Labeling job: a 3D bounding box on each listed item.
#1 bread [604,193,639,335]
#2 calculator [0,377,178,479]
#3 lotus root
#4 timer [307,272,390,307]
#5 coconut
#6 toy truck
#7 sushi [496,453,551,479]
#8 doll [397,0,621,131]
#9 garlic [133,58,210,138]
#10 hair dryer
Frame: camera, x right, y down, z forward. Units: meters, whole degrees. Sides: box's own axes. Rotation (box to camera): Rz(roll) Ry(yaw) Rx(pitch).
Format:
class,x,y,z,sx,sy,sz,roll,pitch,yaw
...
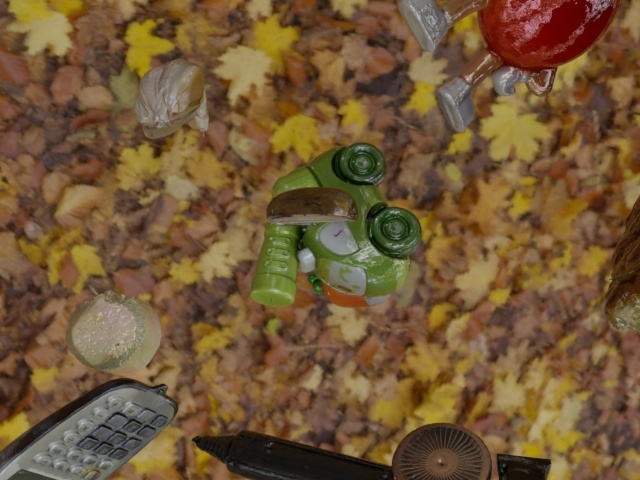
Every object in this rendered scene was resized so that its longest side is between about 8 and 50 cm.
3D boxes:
class,x,y,z,sx,sy,sz,roll,pitch,yaw
bread,0.410,-0.035,1.044,0.185,0.114,0.274,-56,177,-46
calculator,-0.289,0.250,1.211,0.268,0.040,0.177,-34,150,4
lotus root,-0.010,-0.030,0.860,0.037,0.083,0.030,24,66,-61
timer,0.041,0.052,1.550,0.136,0.136,0.099,35,52,-38
coconut,-0.277,0.126,1.385,0.116,0.116,0.122,-56,172,-6
toy truck,0.009,-0.018,1.245,0.210,0.148,0.187,-7,69,-4
sushi,0.202,0.274,1.019,0.056,0.083,0.084,5,112,1
doll,0.184,-0.212,0.917,0.217,0.085,0.183,-32,129,-2
garlic,-0.172,-0.157,1.151,0.094,0.074,0.113,-34,157,-49
hair dryer,0.019,0.274,1.147,0.189,0.352,0.107,81,27,-42
